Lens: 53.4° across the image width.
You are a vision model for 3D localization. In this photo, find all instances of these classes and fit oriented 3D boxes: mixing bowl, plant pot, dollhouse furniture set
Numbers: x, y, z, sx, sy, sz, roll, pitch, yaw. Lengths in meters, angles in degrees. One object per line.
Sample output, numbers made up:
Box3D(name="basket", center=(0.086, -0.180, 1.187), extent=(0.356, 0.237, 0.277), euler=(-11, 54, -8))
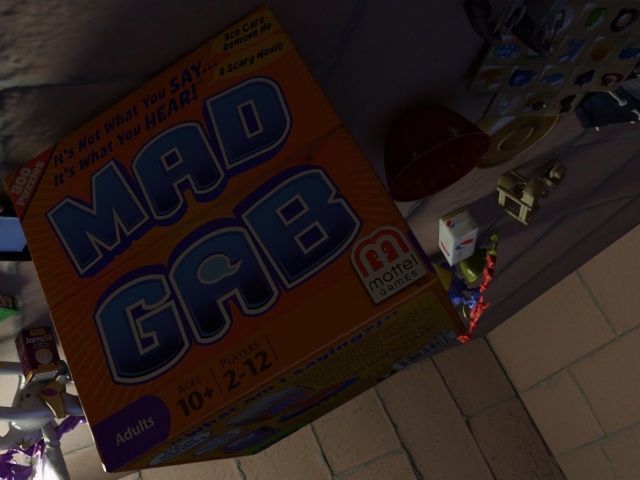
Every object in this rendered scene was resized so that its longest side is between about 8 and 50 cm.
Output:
Box3D(name="mixing bowl", center=(0.172, -0.152, 1.035), extent=(0.181, 0.098, 0.181), euler=(-22, 158, -10))
Box3D(name="plant pot", center=(0.372, -0.207, 1.232), extent=(0.236, 0.032, 0.236), euler=(-23, 159, -9))
Box3D(name="dollhouse furniture set", center=(0.485, -0.152, 1.458), extent=(0.161, 0.101, 0.182), euler=(-50, 159, -6))

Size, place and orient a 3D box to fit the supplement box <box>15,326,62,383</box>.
Box3D(name="supplement box", center=(-0.491, 0.200, 1.111), extent=(0.055, 0.083, 0.043), euler=(-5, 150, -44))

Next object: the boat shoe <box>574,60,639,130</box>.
Box3D(name="boat shoe", center=(0.571, -0.271, 1.212), extent=(0.158, 0.127, 0.340), euler=(-33, 149, 29))

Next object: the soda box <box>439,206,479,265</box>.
Box3D(name="soda box", center=(0.349, -0.007, 1.619), extent=(0.074, 0.069, 0.216), euler=(-27, 160, 0))

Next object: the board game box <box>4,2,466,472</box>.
Box3D(name="board game box", center=(-0.077, 0.027, 0.786), extent=(0.356, 0.356, 0.356), euler=(-31, 159, 6))

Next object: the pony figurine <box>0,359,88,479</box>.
Box3D(name="pony figurine", center=(-0.553, 0.355, 1.213), extent=(0.363, 0.302, 0.351), euler=(11, 131, -35))

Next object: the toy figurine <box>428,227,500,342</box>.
Box3D(name="toy figurine", center=(0.351, 0.086, 1.768), extent=(0.191, 0.217, 0.362), euler=(106, 6, -45))

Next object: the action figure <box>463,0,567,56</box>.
Box3D(name="action figure", center=(0.287, -0.349, 0.719), extent=(0.185, 0.099, 0.285), euler=(-9, 150, -27))

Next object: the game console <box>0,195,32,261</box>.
Box3D(name="game console", center=(-0.446, -0.024, 0.701), extent=(0.213, 0.044, 0.361), euler=(-39, 156, 30))

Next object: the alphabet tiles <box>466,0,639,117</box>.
Box3D(name="alphabet tiles", center=(0.384, -0.305, 0.941), extent=(0.285, 0.011, 0.342), euler=(-5, 149, -17))

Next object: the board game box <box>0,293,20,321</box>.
Box3D(name="board game box", center=(-0.558, 0.096, 0.873), extent=(0.136, 0.030, 0.259), euler=(-30, 159, 5))
